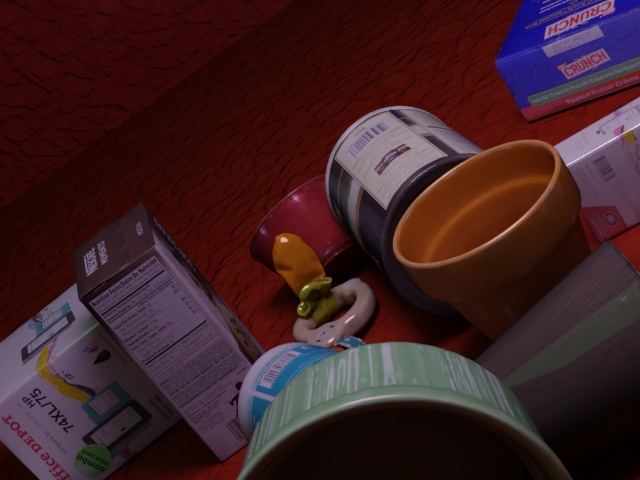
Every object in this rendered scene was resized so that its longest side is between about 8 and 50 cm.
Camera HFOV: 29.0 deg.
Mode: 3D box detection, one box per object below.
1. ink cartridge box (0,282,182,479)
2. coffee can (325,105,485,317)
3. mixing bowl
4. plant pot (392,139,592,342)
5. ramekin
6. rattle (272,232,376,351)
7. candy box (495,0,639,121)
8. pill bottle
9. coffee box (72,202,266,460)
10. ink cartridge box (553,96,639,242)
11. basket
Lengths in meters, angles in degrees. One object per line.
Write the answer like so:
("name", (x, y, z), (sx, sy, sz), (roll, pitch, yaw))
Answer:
("ink cartridge box", (-0.328, 0.196, 1.779), (0.270, 0.198, 0.197), (-39, 25, -1))
("coffee can", (0.136, -0.045, 1.573), (0.201, 0.201, 0.275), (-37, 23, 0))
("mixing bowl", (0.000, 0.000, 1.763), (0.181, 0.098, 0.181), (-35, -22, -16))
("plant pot", (0.214, 0.026, 1.354), (0.205, 0.188, 0.205), (-30, 24, 15))
("ramekin", (0.067, 0.236, 1.058), (0.303, 0.303, 0.148), (-32, 17, 11))
("rattle", (0.002, 0.083, 1.614), (0.130, 0.143, 0.200), (-12, 23, 11))
("candy box", (0.427, -0.343, 1.813), (0.268, 0.122, 0.317), (-16, 30, 37))
("pill bottle", (0.030, 0.198, 1.349), (0.146, 0.146, 0.264), (-47, 26, -20))
("coffee box", (-0.180, 0.116, 1.596), (0.119, 0.297, 0.168), (-36, 23, 2))
("ink cartridge box", (0.382, -0.099, 1.441), (0.198, 0.115, 0.067), (-30, 25, 14))
("basket", (0.238, 0.135, 1.183), (0.227, 0.154, 0.204), (-38, 31, 7))
